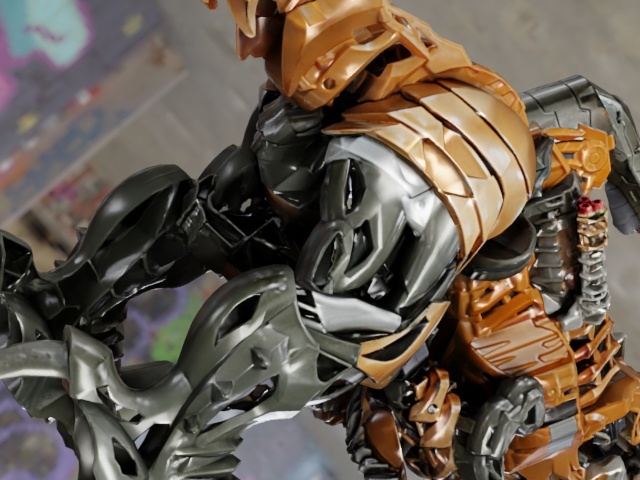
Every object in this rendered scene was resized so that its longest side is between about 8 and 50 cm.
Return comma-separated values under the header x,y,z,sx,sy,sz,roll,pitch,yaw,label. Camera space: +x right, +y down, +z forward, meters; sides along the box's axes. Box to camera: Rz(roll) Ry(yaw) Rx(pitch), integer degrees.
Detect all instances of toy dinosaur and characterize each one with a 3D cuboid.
x,y,z,sx,sy,sz,roll,pitch,yaw,label
0.000,0.000,0.583,0.322,0.218,0.164,53,173,-10,toy dinosaur
